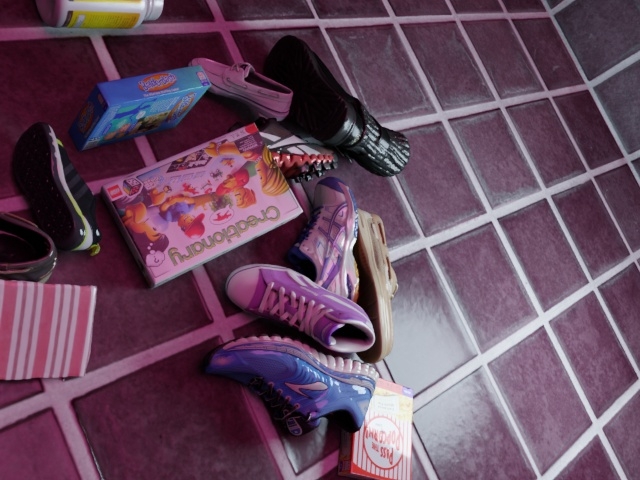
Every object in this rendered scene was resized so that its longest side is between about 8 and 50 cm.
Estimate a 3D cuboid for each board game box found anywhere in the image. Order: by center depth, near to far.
[{"bbox_3d":[-0.318,-0.234,1.165,0.210,0.160,0.047,-25,85,-43],"label":"board game box"},{"bbox_3d":[-0.207,-0.068,1.184,0.305,0.053,0.193,-28,87,-24],"label":"board game box"},{"bbox_3d":[0.110,0.368,1.283,0.147,0.045,0.193,23,57,-28],"label":"board game box"}]

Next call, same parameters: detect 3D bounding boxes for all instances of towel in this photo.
[{"bbox_3d":[-0.428,0.128,0.955,0.197,0.029,0.144,8,94,-38],"label":"towel"}]

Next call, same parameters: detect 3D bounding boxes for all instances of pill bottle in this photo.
[{"bbox_3d":[-0.407,-0.456,1.231,0.215,0.117,0.117,-15,79,-42],"label":"pill bottle"}]

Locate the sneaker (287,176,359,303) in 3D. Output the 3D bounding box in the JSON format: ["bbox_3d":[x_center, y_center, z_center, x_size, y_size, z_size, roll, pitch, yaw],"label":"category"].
[{"bbox_3d":[0.000,0.000,1.329,0.131,0.112,0.296,6,65,-23],"label":"sneaker"}]

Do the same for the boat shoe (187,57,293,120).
[{"bbox_3d":[-0.159,-0.331,1.356,0.226,0.075,0.083,24,41,-7],"label":"boat shoe"}]

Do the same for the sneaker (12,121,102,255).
[{"bbox_3d":[-0.424,-0.079,1.082,0.234,0.084,0.097,68,16,13],"label":"sneaker"}]

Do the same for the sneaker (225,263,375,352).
[{"bbox_3d":[-0.031,0.123,1.179,0.282,0.161,0.102,17,98,-11],"label":"sneaker"}]

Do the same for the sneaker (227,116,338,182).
[{"bbox_3d":[-0.080,-0.192,1.370,0.276,0.098,0.135,-4,74,-38],"label":"sneaker"}]

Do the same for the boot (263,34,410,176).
[{"bbox_3d":[0.034,-0.292,1.479,0.260,0.131,0.348,16,36,-50],"label":"boot"}]

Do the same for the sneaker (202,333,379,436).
[{"bbox_3d":[-0.048,0.259,1.154,0.330,0.130,0.147,20,63,-20],"label":"sneaker"}]

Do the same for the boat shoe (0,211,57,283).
[{"bbox_3d":[-0.539,-0.020,0.908,0.355,0.130,0.132,12,62,-33],"label":"boat shoe"}]

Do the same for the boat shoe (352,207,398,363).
[{"bbox_3d":[0.111,0.086,1.370,0.110,0.122,0.341,9,62,-34],"label":"boat shoe"}]
